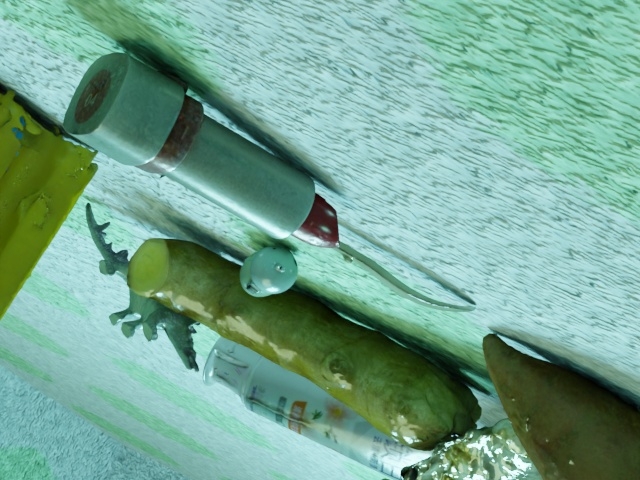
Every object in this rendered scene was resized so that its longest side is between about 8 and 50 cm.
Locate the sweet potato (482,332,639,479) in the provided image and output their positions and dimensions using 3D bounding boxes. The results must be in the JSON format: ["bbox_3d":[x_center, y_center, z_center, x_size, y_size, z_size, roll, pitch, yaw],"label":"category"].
[{"bbox_3d":[0.242,0.191,1.223,0.354,0.095,0.106,36,-153,-16],"label":"sweet potato"}]

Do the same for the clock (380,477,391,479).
[{"bbox_3d":[0.205,0.307,1.784,0.308,0.096,0.235,32,169,-13],"label":"clock"}]

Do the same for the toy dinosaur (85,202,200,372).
[{"bbox_3d":[-0.142,0.038,1.482,0.082,0.039,0.209,-3,-141,-38],"label":"toy dinosaur"}]

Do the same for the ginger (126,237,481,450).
[{"bbox_3d":[-0.013,0.075,1.405,0.299,0.065,0.118,28,-176,8],"label":"ginger"}]

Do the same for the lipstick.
[{"bbox_3d":[-0.055,-0.044,1.062,0.186,0.057,0.063,30,169,-30],"label":"lipstick"}]

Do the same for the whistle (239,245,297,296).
[{"bbox_3d":[-0.040,0.023,1.329,0.035,0.035,0.100,31,167,-10],"label":"whistle"}]

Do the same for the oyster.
[{"bbox_3d":[0.133,0.173,1.340,0.163,0.081,0.191,-12,152,8],"label":"oyster"}]

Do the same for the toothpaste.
[{"bbox_3d":[0.043,0.174,1.686,0.323,0.066,0.100,24,132,18],"label":"toothpaste"}]

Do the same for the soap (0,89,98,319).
[{"bbox_3d":[-0.327,0.017,1.295,0.204,0.324,0.096,39,169,-31],"label":"soap"}]

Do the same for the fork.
[{"bbox_3d":[0.003,-0.006,1.162,0.219,0.028,0.034,26,161,-5],"label":"fork"}]
